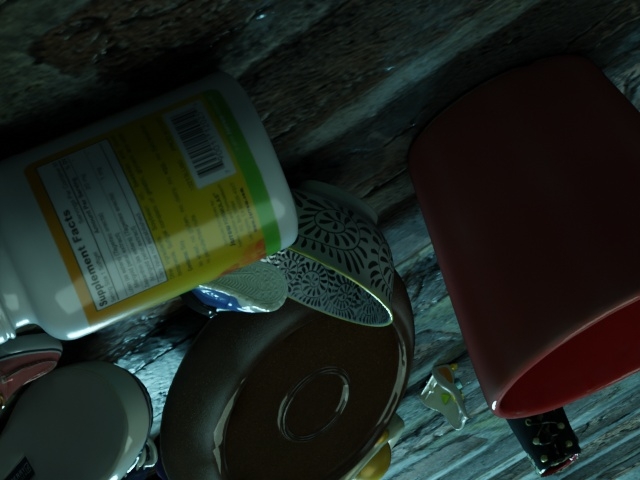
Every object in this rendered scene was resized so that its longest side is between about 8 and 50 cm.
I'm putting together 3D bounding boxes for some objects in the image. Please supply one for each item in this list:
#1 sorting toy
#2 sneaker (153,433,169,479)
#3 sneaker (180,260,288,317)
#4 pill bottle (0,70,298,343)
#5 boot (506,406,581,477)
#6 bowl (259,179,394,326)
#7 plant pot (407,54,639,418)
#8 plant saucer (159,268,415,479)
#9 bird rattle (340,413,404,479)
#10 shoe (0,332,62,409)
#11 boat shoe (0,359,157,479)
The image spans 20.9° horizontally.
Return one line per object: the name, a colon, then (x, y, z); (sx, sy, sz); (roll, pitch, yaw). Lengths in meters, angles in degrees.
sorting toy: (0.169, 0.207, 2.261); (0.045, 0.075, 0.083); (-20, 159, -19)
sneaker: (-0.072, 0.144, 1.795); (0.283, 0.124, 0.107); (-50, 139, -2)
sneaker: (-0.108, 0.020, 1.451); (0.152, 0.058, 0.084); (27, 158, -32)
pill bottle: (-0.152, -0.013, 1.221); (0.245, 0.136, 0.136); (-23, 160, -9)
boot: (0.271, 0.196, 2.209); (0.085, 0.179, 0.236); (-25, 161, -4)
bowl: (0.000, 0.000, 1.481); (0.170, 0.170, 0.080); (68, 45, -70)
plant pot: (0.213, -0.011, 1.531); (0.275, 0.243, 0.275); (-24, 160, -9)
plant saucer: (-0.017, 0.152, 1.719); (0.310, 0.050, 0.311); (-25, 133, -30)
bird rattle: (0.042, 0.314, 2.310); (0.207, 0.143, 0.253); (-48, 159, 9)
shoe: (-0.298, 0.145, 1.510); (0.178, 0.081, 0.063); (-19, 159, -20)
boat shoe: (-0.218, 0.194, 1.704); (0.158, 0.127, 0.340); (-18, 167, -41)
